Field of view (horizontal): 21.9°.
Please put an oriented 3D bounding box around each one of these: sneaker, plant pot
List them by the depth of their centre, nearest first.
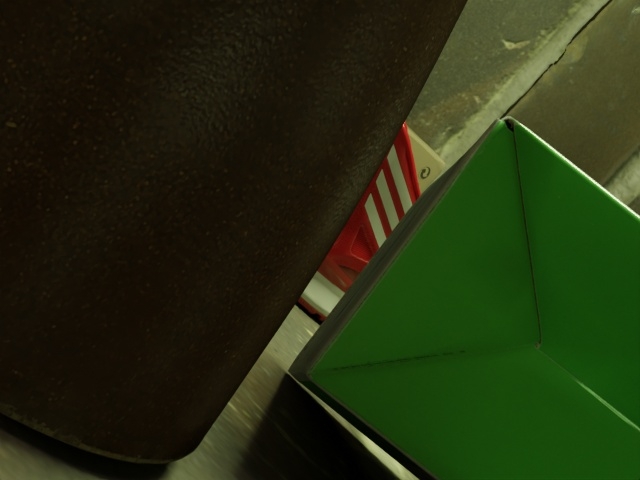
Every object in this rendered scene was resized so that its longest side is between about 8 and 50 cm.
[{"bbox_3d":[-0.043,-0.091,0.493,0.215,0.230,0.215,40,10,-9],"label":"plant pot"},{"bbox_3d":[-0.026,-0.063,1.016,0.221,0.128,0.087,43,4,-12],"label":"sneaker"}]

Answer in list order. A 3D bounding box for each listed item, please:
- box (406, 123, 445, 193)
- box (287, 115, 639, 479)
[{"bbox_3d":[-0.036,-0.128,1.485,0.311,0.121,0.148,37,9,-50],"label":"box"},{"bbox_3d":[0.126,0.086,0.691,0.262,0.127,0.231,38,-6,0],"label":"box"}]
